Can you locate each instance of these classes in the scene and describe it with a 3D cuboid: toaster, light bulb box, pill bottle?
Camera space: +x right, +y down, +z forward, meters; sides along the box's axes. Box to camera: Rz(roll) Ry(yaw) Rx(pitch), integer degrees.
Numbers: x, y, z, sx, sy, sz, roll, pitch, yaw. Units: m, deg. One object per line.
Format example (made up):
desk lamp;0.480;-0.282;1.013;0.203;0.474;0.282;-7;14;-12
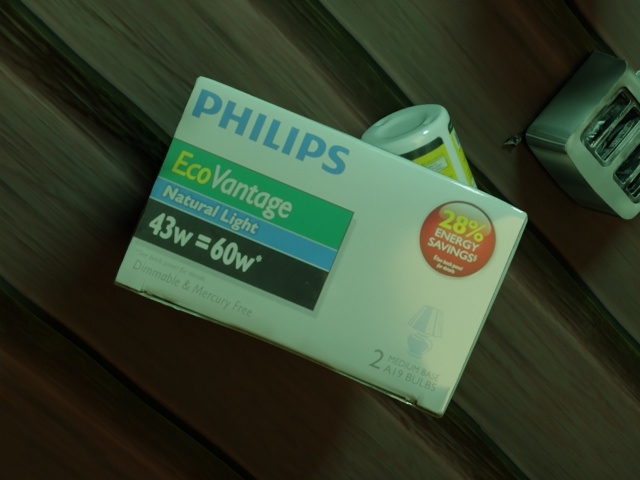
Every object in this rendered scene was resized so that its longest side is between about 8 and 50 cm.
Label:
toaster;0.376;-0.134;1.835;0.185;0.110;0.168;-48;116;-7
light bulb box;0.000;0.000;1.494;0.358;0.361;0.225;23;93;0
pill bottle;0.138;-0.055;1.741;0.119;0.119;0.208;-30;112;-15
